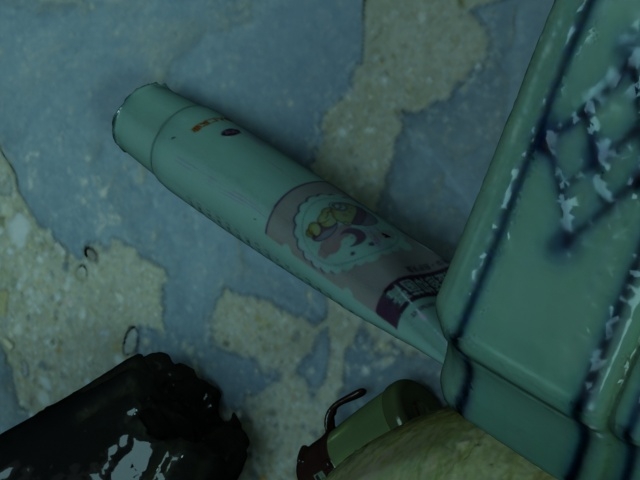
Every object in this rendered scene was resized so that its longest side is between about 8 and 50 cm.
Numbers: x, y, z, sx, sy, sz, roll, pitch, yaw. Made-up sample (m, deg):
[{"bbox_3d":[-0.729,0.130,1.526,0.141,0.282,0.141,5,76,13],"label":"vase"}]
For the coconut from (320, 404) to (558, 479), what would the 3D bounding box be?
[{"bbox_3d":[0.098,0.222,0.763,0.297,0.254,0.297,6,106,21],"label":"coconut"}]

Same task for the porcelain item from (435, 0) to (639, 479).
[{"bbox_3d":[0.192,-0.032,0.675,0.157,0.281,0.286,27,107,23],"label":"porcelain item"}]

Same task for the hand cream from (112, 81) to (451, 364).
[{"bbox_3d":[0.000,0.000,0.878,0.331,0.085,0.058,36,117,34],"label":"hand cream"}]

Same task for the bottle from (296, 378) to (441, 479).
[{"bbox_3d":[0.026,0.123,0.925,0.101,0.047,0.063,-37,44,32],"label":"bottle"}]

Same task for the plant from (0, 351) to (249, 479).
[{"bbox_3d":[-0.159,0.188,0.982,0.256,0.142,0.164,-44,75,15],"label":"plant"}]
